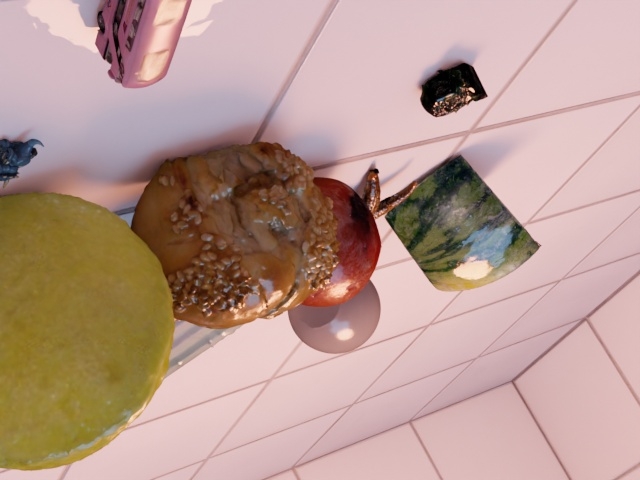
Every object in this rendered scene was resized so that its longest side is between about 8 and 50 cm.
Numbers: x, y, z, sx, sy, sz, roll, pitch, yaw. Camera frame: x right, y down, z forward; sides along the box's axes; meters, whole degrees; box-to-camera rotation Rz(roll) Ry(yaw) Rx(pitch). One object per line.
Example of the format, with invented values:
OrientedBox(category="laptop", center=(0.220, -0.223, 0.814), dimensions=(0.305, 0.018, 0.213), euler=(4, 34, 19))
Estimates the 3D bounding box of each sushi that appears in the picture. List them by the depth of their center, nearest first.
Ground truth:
OrientedBox(category="sushi", center=(0.195, -0.229, 1.806), dimensions=(0.083, 0.056, 0.085), euler=(-30, 163, 25))

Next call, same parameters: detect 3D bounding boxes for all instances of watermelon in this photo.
OrientedBox(category="watermelon", center=(0.253, -0.050, 2.238), dimensions=(0.213, 0.201, 0.261), euler=(-33, 118, 11))

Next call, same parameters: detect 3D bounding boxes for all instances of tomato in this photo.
OrientedBox(category="tomato", center=(0.000, 0.000, 1.873), dimensions=(0.184, 0.208, 0.208), euler=(-26, 160, 4))

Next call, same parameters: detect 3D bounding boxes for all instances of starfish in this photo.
OrientedBox(category="starfish", center=(0.065, -0.048, 2.068), dimensions=(0.213, 0.057, 0.238), euler=(-15, 156, -15))

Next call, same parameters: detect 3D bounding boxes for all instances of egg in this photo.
OrientedBox(category="egg", center=(0.029, 0.131, 2.278), dimensions=(0.176, 0.176, 0.232), euler=(-31, 168, 6))

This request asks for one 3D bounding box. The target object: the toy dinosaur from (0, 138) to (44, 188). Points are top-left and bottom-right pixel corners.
OrientedBox(category="toy dinosaur", center=(-0.365, -0.096, 1.403), dimensions=(0.083, 0.030, 0.047), euler=(-39, 159, 29))

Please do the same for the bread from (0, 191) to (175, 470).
OrientedBox(category="bread", center=(-0.362, 0.131, 1.539), dimensions=(0.348, 0.348, 0.308), euler=(-24, 170, -12))

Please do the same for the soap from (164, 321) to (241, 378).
OrientedBox(category="soap", center=(-0.285, 0.121, 1.859), dimensions=(0.446, 0.156, 0.261), euler=(-34, 159, 16))

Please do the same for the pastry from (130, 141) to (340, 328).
OrientedBox(category="pastry", center=(-0.103, -0.011, 1.641), dimensions=(0.311, 0.255, 0.162), euler=(-17, -179, -33))

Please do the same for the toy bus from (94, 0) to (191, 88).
OrientedBox(category="toy bus", center=(-0.180, -0.242, 1.211), dimensions=(0.063, 0.090, 0.203), euler=(-18, 159, -29))
